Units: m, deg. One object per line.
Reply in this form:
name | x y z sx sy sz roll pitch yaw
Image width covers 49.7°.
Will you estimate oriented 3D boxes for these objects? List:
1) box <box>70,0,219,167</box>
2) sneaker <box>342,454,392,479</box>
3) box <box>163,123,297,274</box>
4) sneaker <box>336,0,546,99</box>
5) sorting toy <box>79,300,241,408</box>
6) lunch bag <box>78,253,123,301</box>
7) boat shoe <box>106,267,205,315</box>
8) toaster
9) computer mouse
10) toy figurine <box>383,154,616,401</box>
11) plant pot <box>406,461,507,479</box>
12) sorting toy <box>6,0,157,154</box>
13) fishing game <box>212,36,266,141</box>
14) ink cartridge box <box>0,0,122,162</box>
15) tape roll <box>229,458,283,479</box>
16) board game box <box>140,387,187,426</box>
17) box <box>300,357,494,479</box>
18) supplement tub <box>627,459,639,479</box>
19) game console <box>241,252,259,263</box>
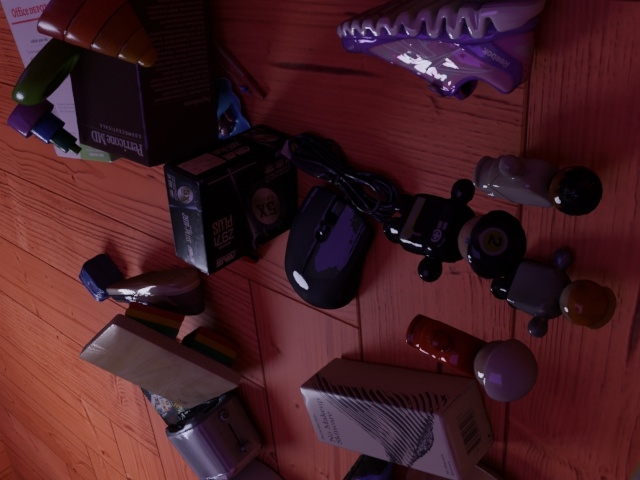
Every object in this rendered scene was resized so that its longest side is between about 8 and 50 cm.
box | -0.263 -0.314 0.973 0.191 0.143 0.382 19 122 38
sneaker | 0.104 0.459 1.136 0.147 0.130 0.330 24 138 28
box | -0.120 -0.061 0.977 0.077 0.180 0.147 26 130 34
sneaker | 0.118 -0.196 0.715 0.236 0.095 0.105 13 130 41
sorting toy | -0.306 0.216 1.348 0.255 0.089 0.257 31 145 -18
lunch bag | -0.493 0.089 1.561 0.098 0.067 0.065 51 141 7
boat shoe | -0.331 0.114 1.381 0.285 0.102 0.092 -8 103 43
toaster | -0.222 0.411 1.433 0.146 0.129 0.227 57 140 -1
computer mouse | 0.000 0.000 0.976 0.188 0.072 0.272 35 135 26
toy figurine | 0.187 0.027 0.685 0.148 0.209 0.213 19 127 53
plant pot | 0.232 0.408 1.024 0.236 0.032 0.236 26 131 33
sorting toy | -0.315 -0.212 0.923 0.126 0.127 0.365 39 142 -14
fishing game | -0.183 -0.189 1.077 0.189 0.041 0.264 49 140 7
ink cartridge box | -0.412 -0.322 1.169 0.207 0.119 0.354 11 123 43
tape roll | -0.134 0.612 1.490 0.286 0.100 0.286 26 130 35
board game box | -0.345 0.339 1.596 0.136 0.030 0.260 53 141 11
box | 0.104 0.252 1.009 0.275 0.094 0.113 -4 111 47
supplement tub | 0.358 0.288 0.573 0.241 0.331 0.241 25 130 34
game console | -0.162 -0.025 1.113 0.124 0.144 0.085 15 84 12
